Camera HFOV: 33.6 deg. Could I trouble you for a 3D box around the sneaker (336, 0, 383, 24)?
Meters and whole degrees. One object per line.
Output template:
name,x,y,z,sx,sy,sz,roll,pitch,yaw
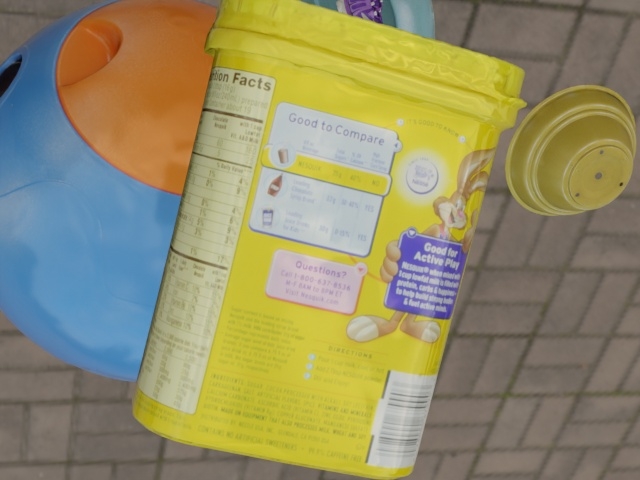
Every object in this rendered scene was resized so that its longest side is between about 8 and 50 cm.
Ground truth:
sneaker,0.058,-0.317,1.353,0.071,0.170,0.068,-27,160,27

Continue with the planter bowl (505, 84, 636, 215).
planter bowl,0.390,-0.111,1.558,0.217,0.090,0.217,-9,123,-15

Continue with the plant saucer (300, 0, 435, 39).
plant saucer,0.035,-0.355,1.549,0.043,0.317,0.318,-37,139,-28

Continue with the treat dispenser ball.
treat dispenser ball,-0.122,-0.037,0.797,0.288,0.288,0.288,-8,131,-9

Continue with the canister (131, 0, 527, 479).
canister,0.000,0.000,0.426,0.126,0.073,0.170,14,93,-13
